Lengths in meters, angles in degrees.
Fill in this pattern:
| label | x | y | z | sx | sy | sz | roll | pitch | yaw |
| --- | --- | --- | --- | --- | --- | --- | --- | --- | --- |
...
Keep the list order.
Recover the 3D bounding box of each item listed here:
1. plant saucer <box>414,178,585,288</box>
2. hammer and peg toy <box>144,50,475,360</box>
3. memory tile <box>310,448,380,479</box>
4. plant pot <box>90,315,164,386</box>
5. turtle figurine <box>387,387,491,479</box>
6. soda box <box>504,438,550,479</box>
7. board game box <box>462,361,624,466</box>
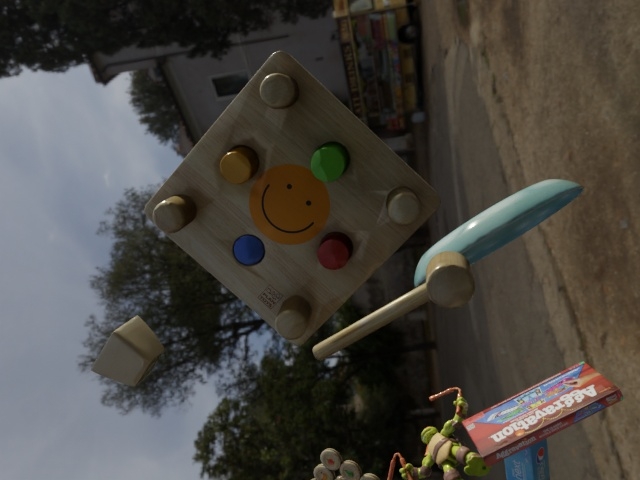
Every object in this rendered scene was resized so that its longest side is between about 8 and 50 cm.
| label | x | y | z | sx | sy | sz | roll | pitch | yaw |
| --- | --- | --- | --- | --- | --- | --- | --- | --- | --- |
| plant saucer | 0.288 | -0.014 | 0.995 | 0.044 | 0.317 | 0.317 | 60 | -177 | 14 |
| hammer and peg toy | 0.000 | 0.000 | 0.693 | 0.361 | 0.266 | 0.127 | 43 | -167 | -6 |
| memory tile | 0.031 | 0.420 | 0.973 | 0.012 | 0.113 | 0.148 | -29 | -37 | -58 |
| plant pot | -0.400 | 0.243 | 1.257 | 0.109 | 0.096 | 0.109 | -56 | -1 | 15 |
| turtle figurine | 0.259 | 0.461 | 1.245 | 0.087 | 0.269 | 0.217 | 38 | -179 | -20 |
| soda box | 0.442 | 0.477 | 1.263 | 0.071 | 0.067 | 0.210 | -31 | -61 | -37 |
| board game box | 0.426 | 0.334 | 1.156 | 0.027 | 0.281 | 0.145 | 62 | -178 | -10 |
